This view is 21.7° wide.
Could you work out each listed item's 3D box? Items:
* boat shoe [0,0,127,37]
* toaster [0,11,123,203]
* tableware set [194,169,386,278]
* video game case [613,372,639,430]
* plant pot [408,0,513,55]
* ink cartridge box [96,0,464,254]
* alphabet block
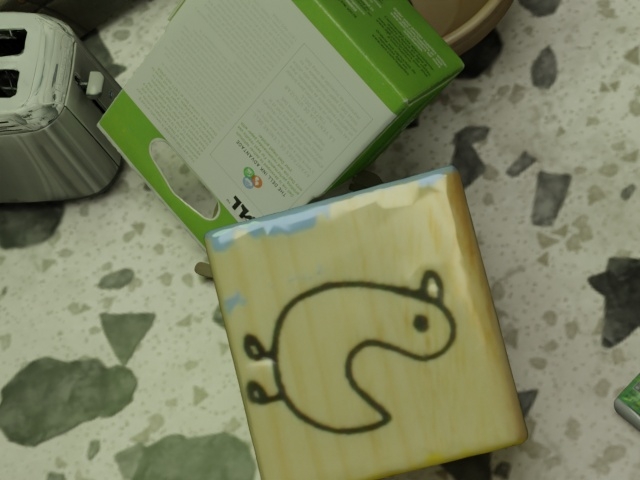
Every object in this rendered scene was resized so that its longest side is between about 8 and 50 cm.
[{"bbox_3d":[-0.167,-0.306,1.522,0.355,0.132,0.130,-26,62,-2],"label":"boat shoe"},{"bbox_3d":[-0.285,-0.116,1.446,0.227,0.146,0.129,1,64,13],"label":"toaster"},{"bbox_3d":[0.000,0.000,1.389,0.194,0.039,0.128,18,81,26],"label":"tableware set"},{"bbox_3d":[0.364,0.121,1.256,0.193,0.023,0.212,-45,64,-11],"label":"video game case"},{"bbox_3d":[0.064,-0.227,1.444,0.237,0.109,0.237,-5,64,11],"label":"plant pot"},{"bbox_3d":[-0.041,-0.116,1.343,0.189,0.255,0.097,49,40,5],"label":"ink cartridge box"},{"bbox_3d":[0.038,0.071,1.228,0.192,0.193,0.197,-16,85,7],"label":"alphabet block"}]
